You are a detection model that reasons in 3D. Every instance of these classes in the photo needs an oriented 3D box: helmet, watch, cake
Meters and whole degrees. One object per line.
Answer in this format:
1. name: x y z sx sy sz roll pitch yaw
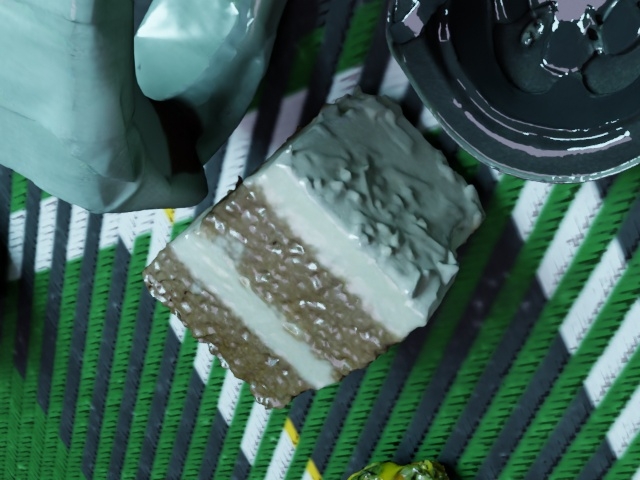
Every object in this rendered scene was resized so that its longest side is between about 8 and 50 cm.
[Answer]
1. helmet: 0.114 -0.126 0.394 0.153 0.107 0.177 11 140 18
2. watch: -0.087 -0.138 0.396 0.161 0.253 0.241 26 87 13
3. cake: 0.000 0.000 0.498 0.134 0.135 0.147 44 132 -1

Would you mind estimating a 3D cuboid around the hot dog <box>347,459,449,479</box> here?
1. hot dog: 0.054 0.273 0.661 0.115 0.072 0.269 23 123 15
